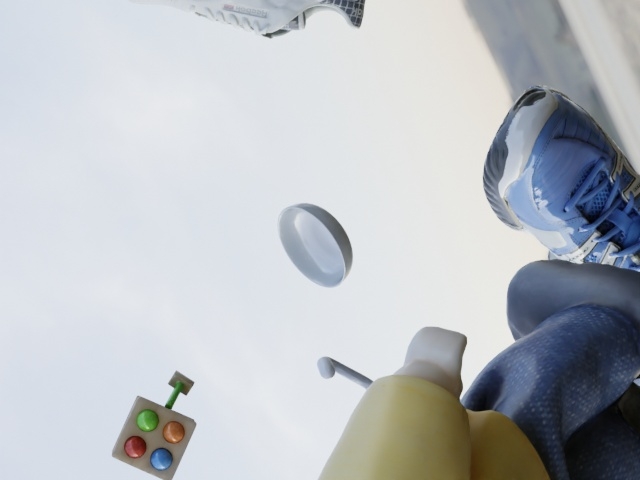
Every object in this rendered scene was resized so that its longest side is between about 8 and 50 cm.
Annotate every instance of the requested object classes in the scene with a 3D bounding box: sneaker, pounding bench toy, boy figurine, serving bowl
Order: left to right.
[{"bbox_3d":[-0.126,0.143,1.280,0.052,0.083,0.065,25,172,-4],"label":"pounding bench toy"},{"bbox_3d":[-0.075,-0.235,1.512,0.090,0.235,0.095,-52,-43,-80],"label":"sneaker"},{"bbox_3d":[0.000,0.000,1.425,0.083,0.027,0.083,33,143,29],"label":"serving bowl"},{"bbox_3d":[0.035,0.125,0.545,0.285,0.092,0.177,-39,-53,-38],"label":"boy figurine"},{"bbox_3d":[0.157,-0.016,0.879,0.081,0.080,0.211,25,171,38],"label":"sneaker"}]

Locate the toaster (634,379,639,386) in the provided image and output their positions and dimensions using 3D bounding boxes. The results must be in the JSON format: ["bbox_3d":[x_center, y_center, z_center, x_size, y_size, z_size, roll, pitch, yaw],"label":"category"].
[{"bbox_3d":[0.319,0.181,1.416,0.129,0.146,0.227,4,-112,-30],"label":"toaster"}]

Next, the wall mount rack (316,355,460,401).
[{"bbox_3d":[0.016,0.290,1.694,0.130,0.350,0.304,30,-167,-30],"label":"wall mount rack"}]
